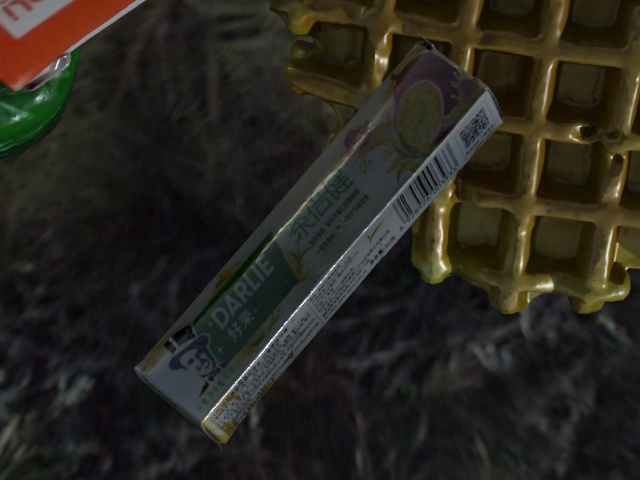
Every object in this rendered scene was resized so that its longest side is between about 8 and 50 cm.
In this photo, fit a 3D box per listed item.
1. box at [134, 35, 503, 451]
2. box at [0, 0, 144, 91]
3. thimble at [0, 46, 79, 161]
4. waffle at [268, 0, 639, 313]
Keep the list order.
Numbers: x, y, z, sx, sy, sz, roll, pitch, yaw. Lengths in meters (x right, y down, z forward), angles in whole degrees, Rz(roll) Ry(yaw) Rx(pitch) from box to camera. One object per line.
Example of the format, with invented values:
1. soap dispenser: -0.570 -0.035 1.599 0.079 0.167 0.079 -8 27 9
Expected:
1. box: 0.000 0.000 0.818 0.050 0.041 0.207 38 84 29
2. box: -0.069 -0.157 0.572 0.182 0.099 0.133 -36 65 4
3. thimble: -0.173 -0.101 0.822 0.118 0.090 0.130 -8 82 -9
4. waffle: 0.122 -0.097 0.884 0.309 0.065 0.283 -36 99 13
